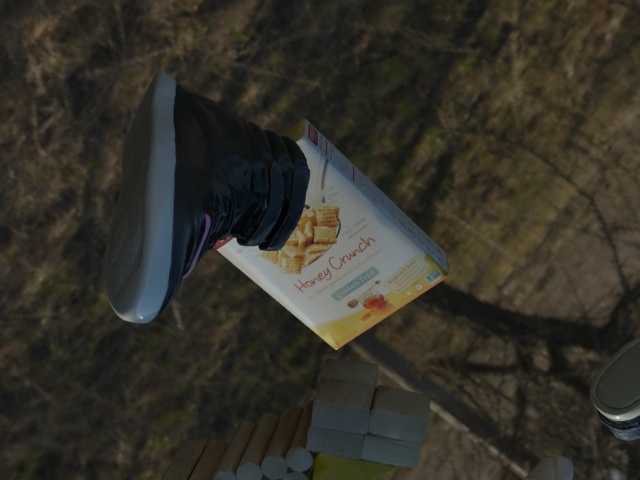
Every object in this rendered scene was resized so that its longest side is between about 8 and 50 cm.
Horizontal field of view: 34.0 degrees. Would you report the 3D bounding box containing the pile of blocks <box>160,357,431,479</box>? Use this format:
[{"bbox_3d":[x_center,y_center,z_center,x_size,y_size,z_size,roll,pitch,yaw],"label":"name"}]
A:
[{"bbox_3d":[-0.059,0.212,0.840,0.362,0.149,0.112,-28,-169,16],"label":"pile of blocks"}]

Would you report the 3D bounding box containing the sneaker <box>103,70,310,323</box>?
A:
[{"bbox_3d":[-0.075,-0.026,0.784,0.104,0.147,0.295,-60,-161,26],"label":"sneaker"}]

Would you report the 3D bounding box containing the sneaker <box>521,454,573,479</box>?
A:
[{"bbox_3d":[0.158,0.247,0.900,0.212,0.094,0.080,-45,144,-56],"label":"sneaker"}]

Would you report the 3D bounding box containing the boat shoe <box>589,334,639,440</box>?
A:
[{"bbox_3d":[0.397,0.114,1.088,0.254,0.095,0.079,-42,131,-4],"label":"boat shoe"}]

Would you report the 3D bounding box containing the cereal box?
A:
[{"bbox_3d":[0.000,0.000,1.147,0.173,0.240,0.047,-36,-152,26],"label":"cereal box"}]
